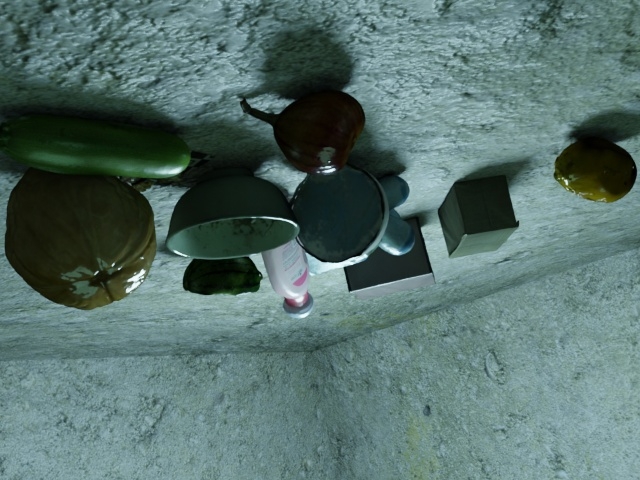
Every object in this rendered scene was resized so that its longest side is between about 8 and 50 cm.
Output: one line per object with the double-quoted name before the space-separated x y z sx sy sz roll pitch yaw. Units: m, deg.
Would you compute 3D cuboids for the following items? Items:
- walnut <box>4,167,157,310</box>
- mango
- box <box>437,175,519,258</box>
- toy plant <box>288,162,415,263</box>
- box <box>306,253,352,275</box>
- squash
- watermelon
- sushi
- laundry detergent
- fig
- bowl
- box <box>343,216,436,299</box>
"walnut" -0.448 -0.016 1.466 0.252 0.313 0.277 -47 137 6
"mango" 0.663 -0.167 1.915 0.249 0.156 0.151 -1 163 -39
"box" 0.426 -0.060 2.147 0.156 0.148 0.231 -10 165 -4
"toy plant" 0.101 -0.055 1.873 0.247 0.247 0.332 -18 170 23
"box" 0.000 0.000 2.113 0.227 0.130 0.162 -16 149 22
"squash" -0.390 -0.160 1.354 0.379 0.101 0.101 4 159 -37
"watermelon" -0.269 0.081 2.202 0.232 0.127 0.204 -4 -164 -15
"sushi" -0.341 -0.134 1.581 0.193 0.040 0.210 -24 160 39
"laundry detergent" -0.082 0.057 1.976 0.088 0.159 0.335 10 136 23
"fig" -0.017 -0.187 1.411 0.202 0.149 0.148 -11 171 17
"bowl" -0.196 -0.069 1.715 0.289 0.146 0.289 -8 164 -2
"box" 0.201 0.060 2.355 0.252 0.188 0.153 -16 163 11
